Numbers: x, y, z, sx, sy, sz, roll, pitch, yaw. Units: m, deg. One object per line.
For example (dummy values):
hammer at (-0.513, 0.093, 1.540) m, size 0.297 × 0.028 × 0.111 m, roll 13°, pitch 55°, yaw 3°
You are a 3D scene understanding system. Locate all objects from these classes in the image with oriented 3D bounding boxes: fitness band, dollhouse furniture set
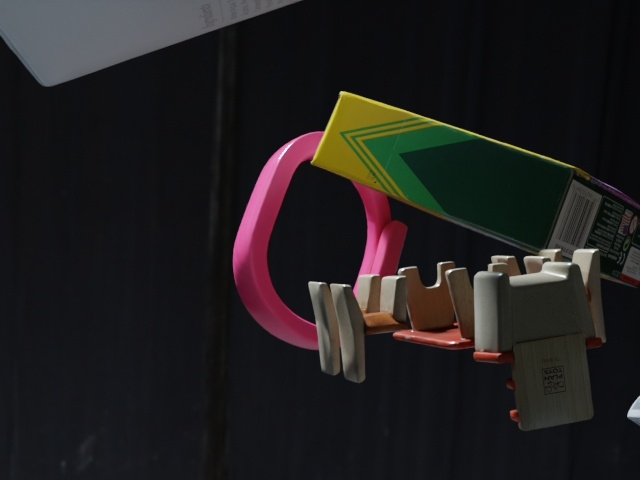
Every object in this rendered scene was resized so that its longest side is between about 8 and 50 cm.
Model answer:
fitness band at (0.000, 0.000, 1.627) m, size 0.209 × 0.290 × 0.054 m, roll 33°, pitch -34°, yaw -22°
dollhouse furniture set at (0.151, 0.091, 1.222) m, size 0.262 × 0.135 × 0.259 m, roll -7°, pitch 2°, yaw -18°

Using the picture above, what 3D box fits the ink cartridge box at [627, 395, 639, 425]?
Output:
ink cartridge box at (0.479, 0.256, 1.617) m, size 0.179 × 0.045 × 0.145 m, roll 39°, pitch -7°, yaw 2°

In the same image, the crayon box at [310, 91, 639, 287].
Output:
crayon box at (0.214, -0.056, 1.606) m, size 0.313 × 0.106 × 0.363 m, roll 21°, pitch 2°, yaw 31°

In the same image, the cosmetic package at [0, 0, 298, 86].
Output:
cosmetic package at (-0.145, -0.378, 1.171) m, size 0.394 × 0.329 × 0.327 m, roll -20°, pitch -4°, yaw -4°
